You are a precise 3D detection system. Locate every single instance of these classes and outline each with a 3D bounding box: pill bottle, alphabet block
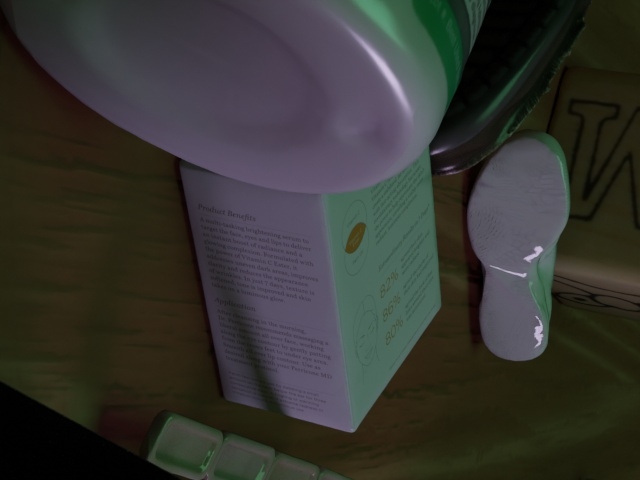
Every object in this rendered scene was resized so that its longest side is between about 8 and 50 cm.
[{"bbox_3d":[0.015,-0.221,0.698,0.361,0.204,0.204,-66,151,-23],"label":"pill bottle"},{"bbox_3d":[0.315,-0.030,1.391,0.192,0.197,0.193,39,66,-62],"label":"alphabet block"}]

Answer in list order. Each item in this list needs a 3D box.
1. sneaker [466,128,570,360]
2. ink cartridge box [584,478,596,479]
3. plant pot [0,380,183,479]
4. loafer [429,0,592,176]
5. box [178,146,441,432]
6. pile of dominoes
[{"bbox_3d":[0.165,-0.009,1.253,0.094,0.080,0.212,-64,159,-52],"label":"sneaker"},{"bbox_3d":[0.297,0.396,1.640,0.160,0.092,0.219,-44,137,-49],"label":"ink cartridge box"},{"bbox_3d":[-0.129,0.188,0.613,0.167,0.187,0.188,-43,139,-33],"label":"plant pot"},{"bbox_3d":[0.132,-0.156,1.040,0.366,0.134,0.130,-57,146,-38],"label":"loafer"},{"bbox_3d":[0.000,0.000,0.884,0.130,0.091,0.170,-49,142,-45],"label":"box"},{"bbox_3d":[-0.077,0.204,0.880,0.251,0.040,0.196,34,81,-57],"label":"pile of dominoes"}]
